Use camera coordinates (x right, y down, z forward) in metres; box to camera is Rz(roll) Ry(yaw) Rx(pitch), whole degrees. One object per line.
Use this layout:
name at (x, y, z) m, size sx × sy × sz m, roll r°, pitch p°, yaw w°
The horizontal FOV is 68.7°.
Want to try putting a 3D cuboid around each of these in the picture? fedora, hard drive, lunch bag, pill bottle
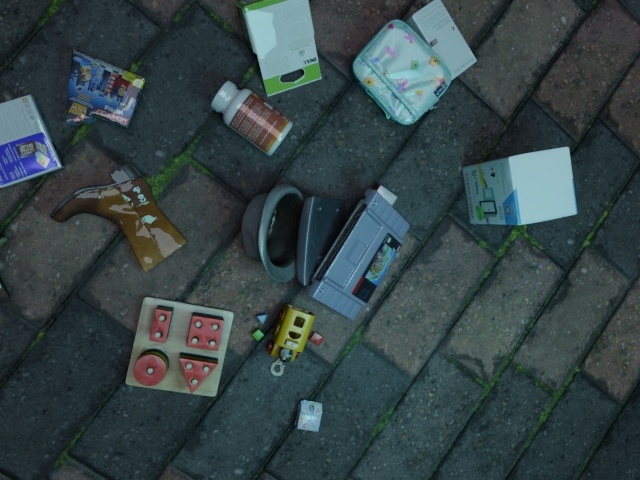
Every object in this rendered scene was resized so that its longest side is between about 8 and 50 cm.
fedora at (-0.142, -0.028, 1.330) m, size 0.124 × 0.243 × 0.275 m, roll 8°, pitch 91°, yaw 28°
hard drive at (0.000, 0.000, 1.382) m, size 0.172 × 0.054 × 0.255 m, roll -1°, pitch 98°, yaw -51°
lunch bag at (-0.036, 0.536, 1.437) m, size 0.071 × 0.053 × 0.083 m, roll 16°, pitch 80°, yaw -14°
pill bottle at (-0.196, -0.350, 1.333) m, size 0.216 × 0.121 × 0.121 m, roll 36°, pitch 84°, yaw -12°
lunch bag at (0.242, -0.495, 1.416) m, size 0.279 × 0.108 × 0.224 m, roll 44°, pitch 97°, yaw -9°

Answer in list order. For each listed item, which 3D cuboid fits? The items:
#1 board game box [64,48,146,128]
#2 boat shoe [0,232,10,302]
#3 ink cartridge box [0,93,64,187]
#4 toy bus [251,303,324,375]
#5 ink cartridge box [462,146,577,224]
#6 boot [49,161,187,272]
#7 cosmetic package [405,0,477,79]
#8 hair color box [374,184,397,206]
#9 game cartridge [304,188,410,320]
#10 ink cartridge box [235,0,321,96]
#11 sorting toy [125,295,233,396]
board game box at (-0.602, -0.384, 1.273) m, size 0.194 × 0.060 × 0.194 m, roll 21°, pitch 89°, yaw -13°
boat shoe at (-0.877, 0.002, 1.205) m, size 0.123 × 0.123 × 0.342 m, roll -10°, pitch 94°, yaw -26°
ink cartridge box at (-0.823, -0.253, 1.235) m, size 0.208 × 0.045 × 0.206 m, roll -22°, pitch 97°, yaw -12°
toy bus at (-0.090, 0.290, 1.388) m, size 0.191 × 0.104 × 0.202 m, roll -27°, pitch 97°, yaw -10°
ink cartridge box at (0.600, -0.159, 1.441) m, size 0.197 × 0.270 × 0.198 m, roll -11°, pitch 94°, yaw -11°
boot at (-0.555, -0.035, 1.300) m, size 0.264 × 0.096 × 0.280 m, roll -34°, pitch 106°, yaw -17°
cosmetic package at (0.374, -0.619, 1.470) m, size 0.117 × 0.085 × 0.231 m, roll -38°, pitch 98°, yaw -8°
hair color box at (0.171, -0.095, 1.464) m, size 0.072 × 0.043 × 0.141 m, roll 34°, pitch 84°, yaw -12°
game cartridge at (0.123, 0.051, 1.397) m, size 0.230 × 0.068 × 0.355 m, roll 36°, pitch 84°, yaw -41°
ink cartridge box at (-0.117, -0.580, 1.365) m, size 0.188 × 0.097 × 0.255 m, roll -22°, pitch 131°, yaw -11°
sorting toy at (-0.398, 0.310, 1.328) m, size 0.257 × 0.089 × 0.255 m, roll 12°, pitch 89°, yaw -13°
